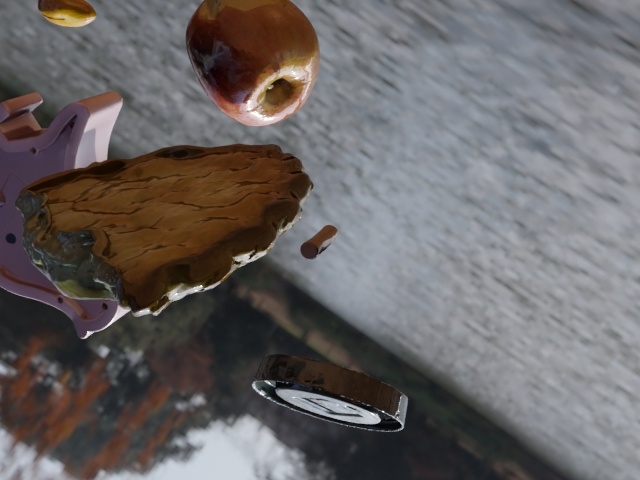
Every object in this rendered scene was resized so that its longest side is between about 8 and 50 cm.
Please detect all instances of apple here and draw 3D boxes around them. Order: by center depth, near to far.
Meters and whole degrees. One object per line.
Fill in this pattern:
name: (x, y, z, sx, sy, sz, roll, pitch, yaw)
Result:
apple: (-0.092, -0.252, 1.787, 0.199, 0.199, 0.199, 35, 178, 1)

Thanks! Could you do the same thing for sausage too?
sausage: (0.000, 0.000, 1.765, 0.026, 0.026, 0.116, 35, -160, 5)

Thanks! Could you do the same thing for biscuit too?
biscuit: (-0.172, -0.009, 1.328, 0.335, 0.329, 0.078, -75, -26, -64)

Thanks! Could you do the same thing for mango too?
mango: (-0.380, -0.348, 2.033, 0.089, 0.046, 0.060, 14, 144, 4)

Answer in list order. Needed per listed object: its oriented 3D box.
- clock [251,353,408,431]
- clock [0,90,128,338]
clock: (0.015, 0.208, 1.839, 0.215, 0.042, 0.215, 15, 163, 5)
clock: (-0.310, -0.051, 1.650, 0.275, 0.290, 0.080, 37, -150, 10)
